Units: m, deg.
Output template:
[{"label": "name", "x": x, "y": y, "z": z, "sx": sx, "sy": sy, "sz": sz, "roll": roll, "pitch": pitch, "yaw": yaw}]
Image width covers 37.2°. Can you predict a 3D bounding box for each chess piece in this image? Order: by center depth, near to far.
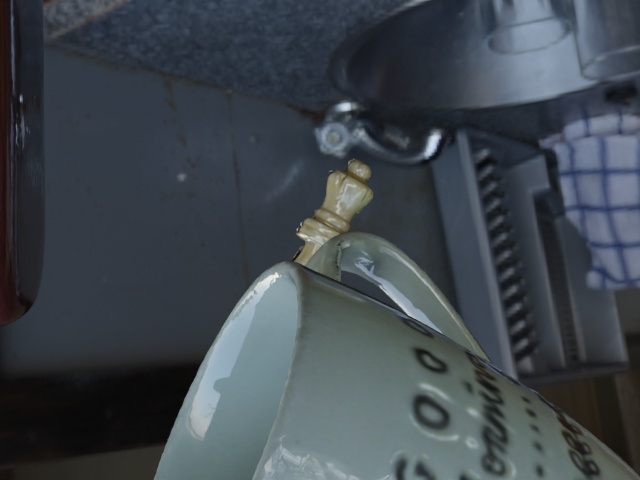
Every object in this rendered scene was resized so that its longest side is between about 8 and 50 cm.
[{"label": "chess piece", "x": 0.000, "y": 0.000, "z": 0.917, "sx": 0.060, "sy": 0.172, "sz": 0.060, "roll": 28, "pitch": 175, "yaw": 3}]

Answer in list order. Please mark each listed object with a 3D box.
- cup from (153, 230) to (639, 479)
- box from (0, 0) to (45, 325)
[{"label": "cup", "x": 0.050, "y": 0.112, "z": 0.510, "sx": 0.234, "sy": 0.258, "sz": 0.186, "roll": 24, "pitch": 136, "yaw": -17}, {"label": "box", "x": -0.287, "y": -0.126, "z": 0.766, "sx": 0.108, "sy": 0.403, "sz": 0.263, "roll": 0, "pitch": -176, "yaw": -9}]
